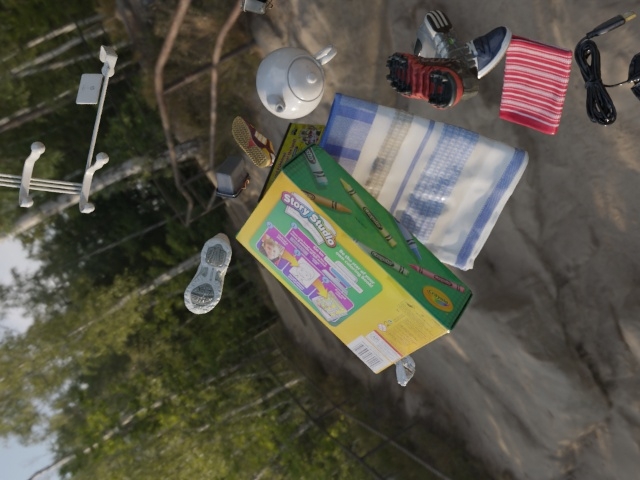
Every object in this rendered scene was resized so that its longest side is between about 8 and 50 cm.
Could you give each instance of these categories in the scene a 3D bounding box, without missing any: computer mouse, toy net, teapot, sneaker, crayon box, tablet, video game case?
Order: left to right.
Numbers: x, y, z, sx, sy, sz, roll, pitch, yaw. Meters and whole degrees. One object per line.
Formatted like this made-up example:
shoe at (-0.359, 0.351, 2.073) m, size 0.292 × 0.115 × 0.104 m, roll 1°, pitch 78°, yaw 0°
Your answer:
tablet at (-0.571, -0.375, 1.364) m, size 0.006 × 0.054 × 0.083 m, roll 73°, pitch -160°, yaw -73°
sneaker at (-0.282, 0.084, 1.442) m, size 0.091 × 0.232 × 0.115 m, roll 25°, pitch -162°, yaw -7°
sneaker at (-0.207, -0.314, 1.749) m, size 0.185 × 0.070 × 0.084 m, roll 58°, pitch -146°, yaw 3°
teapot at (-0.073, -0.531, 1.830) m, size 0.187 × 0.253 × 0.255 m, roll 5°, pitch 96°, yaw 53°
video game case at (0.006, -0.175, 1.341) m, size 0.035 × 0.249 × 0.274 m, roll 77°, pitch -155°, yaw -53°
crayon box at (0.035, 0.030, 0.721) m, size 0.278 × 0.081 × 0.165 m, roll 44°, pitch 138°, yaw 1°
toy net at (0.178, 0.239, 1.282) m, size 0.232 × 0.045 × 0.122 m, roll -117°, pitch 25°, yaw -63°
sneaker at (0.267, -0.386, 1.308) m, size 0.276 × 0.135 × 0.097 m, roll 43°, pitch 141°, yaw 49°
sneaker at (0.312, -0.460, 1.420) m, size 0.228 × 0.086 × 0.132 m, roll 67°, pitch 156°, yaw 6°
sneaker at (0.376, -0.506, 1.524) m, size 0.153 × 0.282 × 0.099 m, roll 25°, pitch -135°, yaw -30°
computer mouse at (0.571, -0.314, 0.927) m, size 0.060 × 0.262 × 0.183 m, roll 9°, pitch -115°, yaw -53°

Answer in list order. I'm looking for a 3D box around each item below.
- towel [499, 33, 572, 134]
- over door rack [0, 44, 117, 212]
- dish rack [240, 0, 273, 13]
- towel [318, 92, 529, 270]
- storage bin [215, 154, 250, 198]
towel at (0.620, -0.450, 1.614) m, size 0.199 × 0.031 × 0.274 m, roll 32°, pitch 150°, yaw 34°
over door rack at (-0.505, -0.214, 0.981) m, size 0.108 × 0.240 × 0.323 m, roll 23°, pitch 104°, yaw 51°
dish rack at (-0.125, -0.742, 1.468) m, size 0.208 × 0.074 × 0.271 m, roll 115°, pitch 175°, yaw -47°
towel at (0.124, -0.071, 0.775) m, size 0.034 × 0.285 × 0.209 m, roll -91°, pitch 19°, yaw -58°
storage bin at (-0.297, -0.220, 1.873) m, size 0.098 × 0.135 × 0.091 m, roll 13°, pitch 138°, yaw 15°
